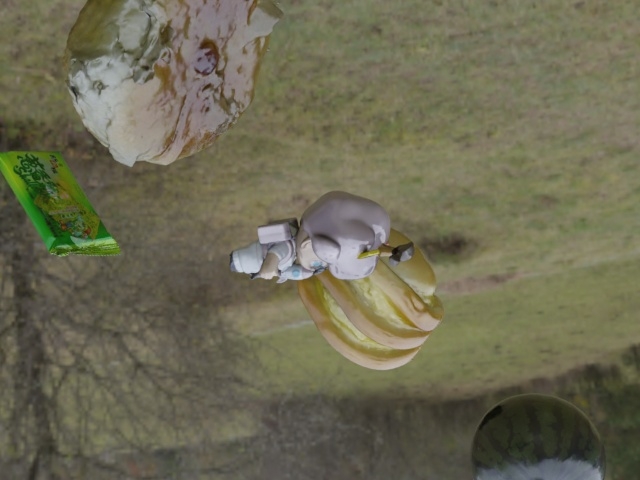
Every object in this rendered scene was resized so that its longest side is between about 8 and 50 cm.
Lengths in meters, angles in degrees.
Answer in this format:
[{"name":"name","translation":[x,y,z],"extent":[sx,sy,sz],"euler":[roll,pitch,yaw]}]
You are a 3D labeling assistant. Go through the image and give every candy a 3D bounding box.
[{"name":"candy","translation":[-0.327,-0.048,1.172],"extent":[0.102,0.178,0.032],"euler":[-10,147,-50]}]

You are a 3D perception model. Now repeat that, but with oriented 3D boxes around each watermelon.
[{"name":"watermelon","translation":[0.332,0.337,1.452],"extent":[0.212,0.212,0.212],"euler":[-3,161,-1]}]

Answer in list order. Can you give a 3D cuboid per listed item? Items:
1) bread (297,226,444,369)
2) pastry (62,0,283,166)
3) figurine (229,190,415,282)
[{"name":"bread","translation":[0.089,0.096,1.852],"extent":[0.211,0.315,0.270],"euler":[-29,160,-30]},{"name":"pastry","translation":[-0.148,-0.193,0.992],"extent":[0.121,0.257,0.236],"euler":[27,172,27]},{"name":"figurine","translation":[0.000,0.000,1.154],"extent":[0.229,0.111,0.137],"euler":[-12,177,15]}]
